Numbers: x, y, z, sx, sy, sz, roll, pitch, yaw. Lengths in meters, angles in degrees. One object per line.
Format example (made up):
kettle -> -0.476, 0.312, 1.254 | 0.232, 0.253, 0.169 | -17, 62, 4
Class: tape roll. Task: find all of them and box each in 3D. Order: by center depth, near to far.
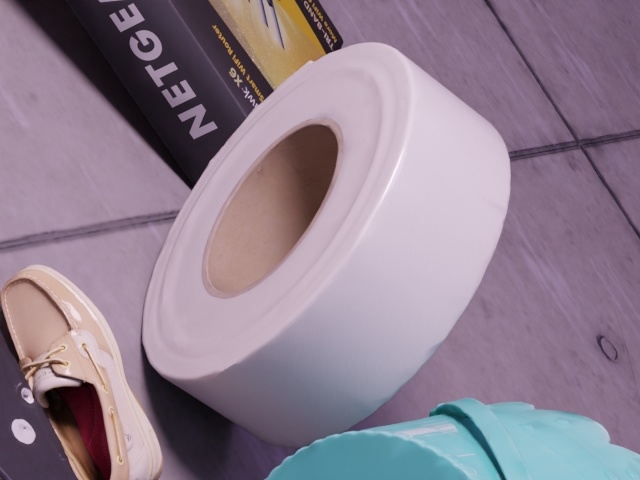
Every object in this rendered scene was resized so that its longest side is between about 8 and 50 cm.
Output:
tape roll -> 0.000, 0.000, 1.395 | 0.100, 0.286, 0.286 | 35, 34, -25

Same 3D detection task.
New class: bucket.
bucket -> 0.084, 0.232, 1.202 | 0.183, 0.281, 0.281 | 5, 54, -52

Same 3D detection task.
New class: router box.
router box -> -0.113, -0.220, 1.612 | 0.309, 0.081, 0.243 | 56, 28, -21

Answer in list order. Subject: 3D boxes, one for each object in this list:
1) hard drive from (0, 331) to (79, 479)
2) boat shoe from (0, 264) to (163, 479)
hard drive -> -0.308, 0.036, 1.156 | 0.237, 0.064, 0.339 | -10, 67, -57
boat shoe -> -0.164, 0.092, 1.291 | 0.170, 0.063, 0.059 | 58, 25, 9
